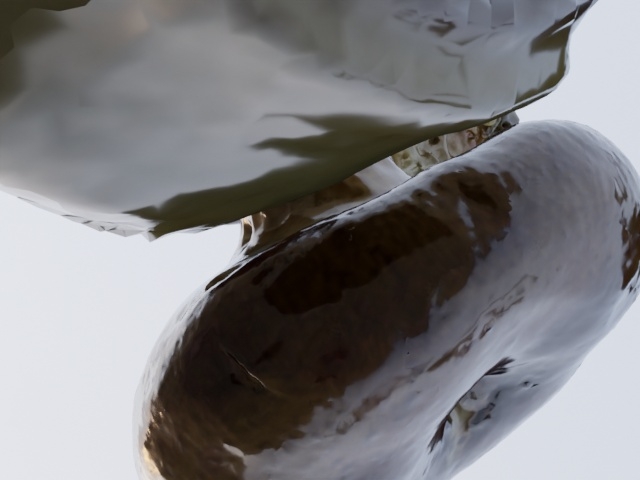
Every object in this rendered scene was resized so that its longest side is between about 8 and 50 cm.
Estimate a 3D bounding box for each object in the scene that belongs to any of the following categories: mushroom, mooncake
[{"bbox_3d":[0.009,0.033,0.949,0.254,0.267,0.267,25,-81,7],"label":"mushroom"},{"bbox_3d":[-0.063,-0.207,0.764,0.246,0.393,0.394,-26,-68,33],"label":"mooncake"}]

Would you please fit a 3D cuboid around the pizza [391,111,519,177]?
[{"bbox_3d":[0.084,-0.087,1.327,0.071,0.189,0.297,-12,-80,33],"label":"pizza"}]
